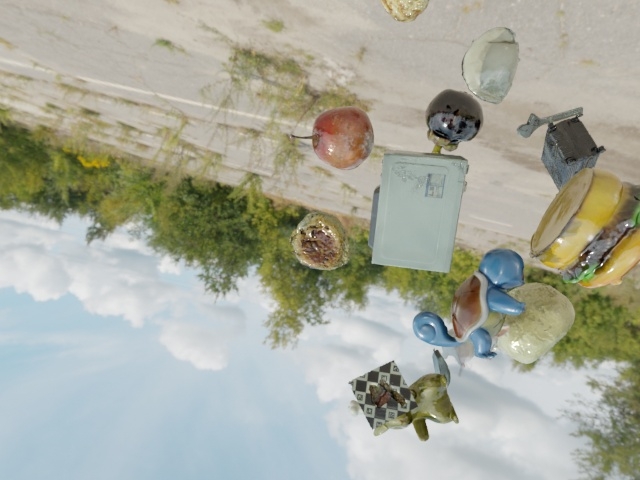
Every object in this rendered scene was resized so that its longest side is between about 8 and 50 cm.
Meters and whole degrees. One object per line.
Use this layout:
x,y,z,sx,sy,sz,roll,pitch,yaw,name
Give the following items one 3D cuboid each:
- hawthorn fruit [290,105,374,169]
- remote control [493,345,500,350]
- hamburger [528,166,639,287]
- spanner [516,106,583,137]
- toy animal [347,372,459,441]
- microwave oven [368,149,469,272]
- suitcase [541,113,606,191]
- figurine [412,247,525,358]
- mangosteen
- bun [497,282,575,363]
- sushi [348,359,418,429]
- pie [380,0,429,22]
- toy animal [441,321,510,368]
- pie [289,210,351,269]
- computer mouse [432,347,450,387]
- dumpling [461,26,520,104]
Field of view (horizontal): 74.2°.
0.075,-0.386,1.556,0.263,0.231,0.235,32,-177,5,hawthorn fruit
0.967,0.563,2.353,0.074,0.122,0.032,-22,114,35,remote control
0.944,-0.042,1.441,0.278,0.395,0.396,31,-177,9,hamburger
0.894,-0.468,1.638,0.326,0.093,0.026,-18,-146,-15,spanner
0.295,0.591,1.466,0.363,0.181,0.180,-21,-176,-10,toy animal
0.261,-0.089,1.150,0.238,0.294,0.181,7,-163,10,microwave oven
1.149,-0.393,1.949,0.152,0.229,0.335,-21,155,15,suitcase
0.511,0.225,1.355,0.243,0.416,0.298,49,-166,18,figurine
0.591,-0.524,1.924,0.275,0.302,0.275,24,-163,-8,mangosteen
0.837,0.320,1.729,0.227,0.352,0.349,41,159,7,bun
0.148,0.364,1.005,0.120,0.126,0.026,63,-172,19,sushi
0.286,-0.853,1.428,0.084,0.205,0.179,-29,172,-33,pie
0.587,0.376,1.560,0.283,0.138,0.140,-6,178,-13,toy animal
0.000,0.000,2.003,0.309,0.308,0.085,16,-169,6,pie
0.648,0.680,2.246,0.069,0.228,0.113,-9,177,-5,computer mouse
0.554,-0.576,1.397,0.173,0.246,0.142,8,-178,5,dumpling
